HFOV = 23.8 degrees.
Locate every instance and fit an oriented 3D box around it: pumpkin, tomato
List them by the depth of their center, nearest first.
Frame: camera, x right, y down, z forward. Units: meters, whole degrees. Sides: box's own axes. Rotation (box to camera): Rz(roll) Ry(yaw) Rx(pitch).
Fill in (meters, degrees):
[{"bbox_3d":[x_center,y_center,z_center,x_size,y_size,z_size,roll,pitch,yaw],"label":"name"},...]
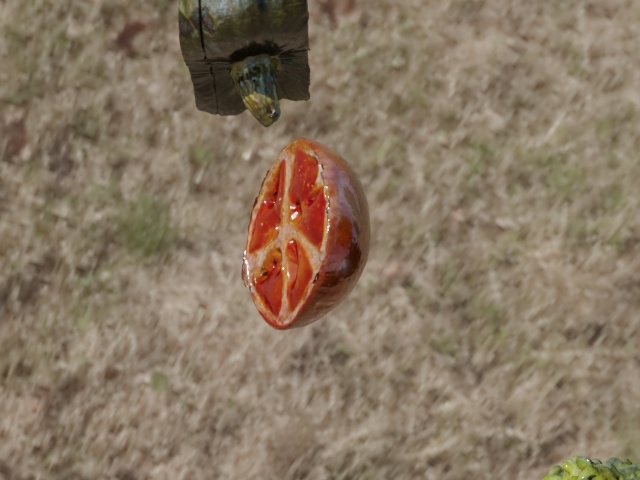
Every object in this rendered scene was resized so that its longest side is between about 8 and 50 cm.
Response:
[{"bbox_3d":[0.000,0.000,1.220,0.069,0.155,0.155,9,51,-25],"label":"tomato"},{"bbox_3d":[-0.073,-0.214,1.491,0.131,0.248,0.126,-6,30,-1],"label":"pumpkin"}]

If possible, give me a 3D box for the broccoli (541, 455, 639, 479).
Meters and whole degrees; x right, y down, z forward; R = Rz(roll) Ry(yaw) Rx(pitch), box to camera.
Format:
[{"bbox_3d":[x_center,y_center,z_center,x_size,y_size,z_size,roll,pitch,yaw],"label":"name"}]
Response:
[{"bbox_3d":[0.221,0.258,1.094,0.242,0.180,0.273,18,13,4],"label":"broccoli"}]
